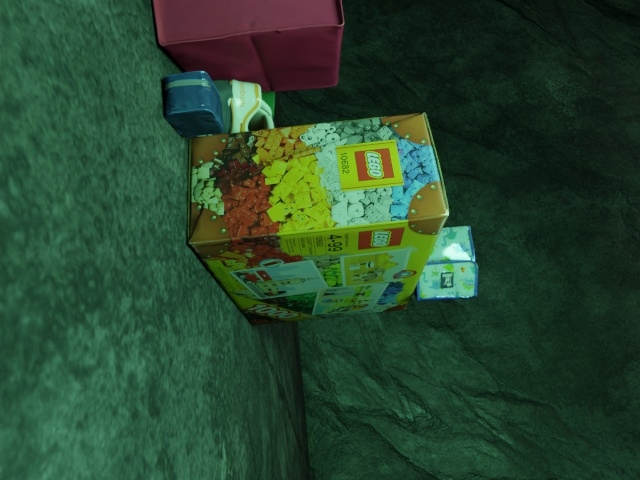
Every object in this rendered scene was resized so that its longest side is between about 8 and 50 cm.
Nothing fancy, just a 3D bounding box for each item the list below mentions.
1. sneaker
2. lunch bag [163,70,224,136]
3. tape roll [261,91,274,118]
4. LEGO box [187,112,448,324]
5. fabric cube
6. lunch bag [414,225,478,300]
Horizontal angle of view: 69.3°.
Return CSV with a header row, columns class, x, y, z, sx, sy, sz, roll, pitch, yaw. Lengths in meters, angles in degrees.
class,x,y,z,sx,sy,sz,roll,pitch,yaw
sneaker,-0.144,-0.172,0.868,0.321,0.128,0.126,88,-5,-71
lunch bag,-0.174,-0.191,0.648,0.098,0.067,0.065,89,-5,-82
tape roll,-0.161,-0.411,1.020,0.321,0.077,0.320,173,-90,-78
LEGO box,0.000,0.000,0.902,0.500,0.373,0.193,82,2,-66
fabric cube,-0.101,-0.394,0.728,0.258,0.259,0.253,-79,164,-89
lunch bag,0.257,0.051,0.983,0.096,0.129,0.151,77,10,-76
